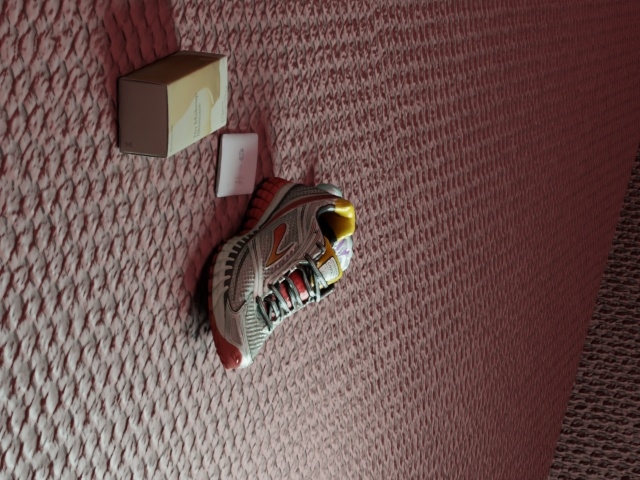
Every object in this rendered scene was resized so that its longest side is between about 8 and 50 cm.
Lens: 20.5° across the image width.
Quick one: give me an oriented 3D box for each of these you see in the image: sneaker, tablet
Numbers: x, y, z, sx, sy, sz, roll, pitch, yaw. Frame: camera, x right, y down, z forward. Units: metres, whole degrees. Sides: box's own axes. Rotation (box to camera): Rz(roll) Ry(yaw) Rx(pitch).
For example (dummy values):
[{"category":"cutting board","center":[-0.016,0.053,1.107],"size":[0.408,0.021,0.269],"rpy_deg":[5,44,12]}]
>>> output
[{"category":"sneaker","center":[0.000,0.000,1.733],"size":[0.069,0.038,0.098],"rpy_deg":[-55,138,-52]},{"category":"sneaker","center":[-0.034,0.024,1.543],"size":[0.225,0.093,0.088],"rpy_deg":[-64,154,-43]},{"category":"tablet","center":[-0.072,-0.066,1.533],"size":[0.083,0.006,0.054],"rpy_deg":[-12,108,-71]}]

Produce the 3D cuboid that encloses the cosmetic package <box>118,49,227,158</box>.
[{"category":"cosmetic package","center":[-0.111,-0.105,1.343],"size":[0.115,0.041,0.060],"rpy_deg":[-43,137,-63]}]
